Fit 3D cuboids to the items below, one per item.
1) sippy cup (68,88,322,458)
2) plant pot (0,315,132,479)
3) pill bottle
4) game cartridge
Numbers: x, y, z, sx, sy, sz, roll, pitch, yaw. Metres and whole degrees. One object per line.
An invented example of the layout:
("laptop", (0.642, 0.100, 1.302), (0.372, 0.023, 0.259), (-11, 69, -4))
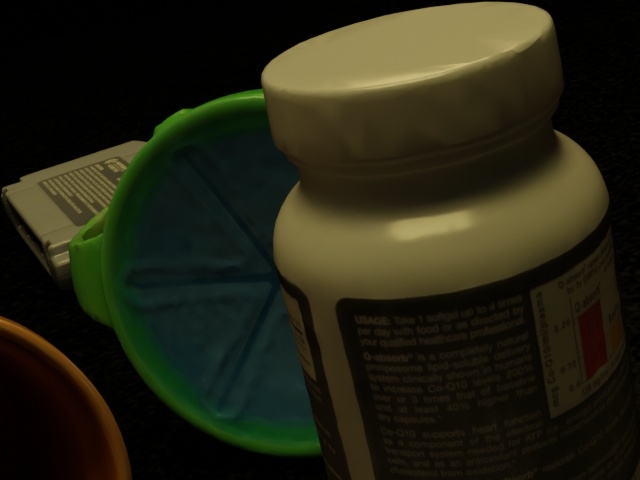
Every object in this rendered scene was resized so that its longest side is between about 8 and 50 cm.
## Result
("sippy cup", (0.000, 0.000, 0.791), (0.305, 0.240, 0.224), (32, 20, 6))
("plant pot", (-0.219, 0.131, 0.628), (0.205, 0.205, 0.188), (-20, 7, -16))
("pill bottle", (0.066, 0.037, 0.553), (0.162, 0.278, 0.162), (-11, 23, 5))
("game cartridge", (-0.215, -0.037, 1.203), (0.198, 0.062, 0.297), (-17, 22, -20))
